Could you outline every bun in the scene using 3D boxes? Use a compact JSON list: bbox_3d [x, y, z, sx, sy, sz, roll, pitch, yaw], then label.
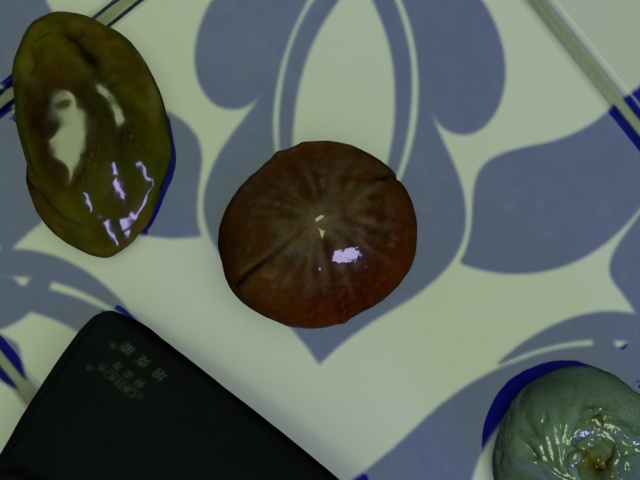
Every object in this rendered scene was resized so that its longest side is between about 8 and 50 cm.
[{"bbox_3d":[0.201,0.167,1.349,0.141,0.083,0.140,0,92,-6],"label":"bun"}]

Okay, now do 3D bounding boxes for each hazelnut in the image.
[{"bbox_3d":[0.000,0.000,1.309,0.150,0.150,0.150,0,90,-3],"label":"hazelnut"}]

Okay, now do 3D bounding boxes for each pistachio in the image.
[{"bbox_3d":[-0.168,-0.082,1.320,0.110,0.100,0.189,-9,89,0],"label":"pistachio"}]

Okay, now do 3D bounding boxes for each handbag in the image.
[{"bbox_3d":[-0.125,0.233,1.249,0.302,0.178,0.275,37,83,22],"label":"handbag"}]
